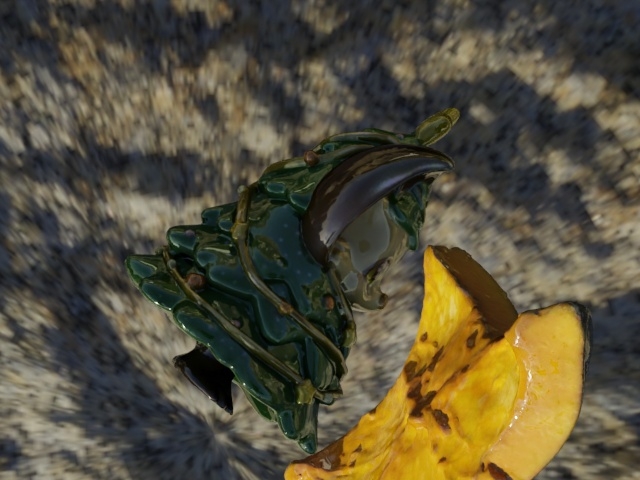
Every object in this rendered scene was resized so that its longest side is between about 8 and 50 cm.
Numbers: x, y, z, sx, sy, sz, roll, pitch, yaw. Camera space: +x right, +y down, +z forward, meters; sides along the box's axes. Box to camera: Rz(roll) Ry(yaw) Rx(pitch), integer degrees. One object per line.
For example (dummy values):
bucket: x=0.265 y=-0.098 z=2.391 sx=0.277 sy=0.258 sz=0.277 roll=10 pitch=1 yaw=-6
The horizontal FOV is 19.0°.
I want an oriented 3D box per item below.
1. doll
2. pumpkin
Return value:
doll: x=-0.011 y=-0.003 z=0.572 sx=0.076 sy=0.078 sz=0.113 roll=27 pitch=87 yaw=-5
pumpkin: x=0.091 y=0.135 z=1.398 sx=0.095 sy=0.290 sz=0.258 roll=27 pitch=94 yaw=-18
